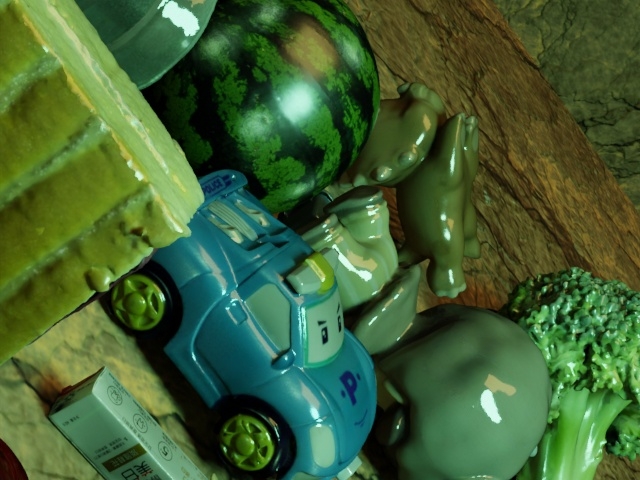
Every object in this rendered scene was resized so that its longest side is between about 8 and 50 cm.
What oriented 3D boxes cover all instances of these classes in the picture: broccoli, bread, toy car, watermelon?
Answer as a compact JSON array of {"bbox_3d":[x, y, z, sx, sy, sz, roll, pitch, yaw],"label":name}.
[{"bbox_3d":[0.340,0.172,1.847,0.277,0.317,0.338,9,21,-8],"label":"broccoli"},{"bbox_3d":[-0.242,-0.043,1.016,0.239,0.246,0.111,55,13,-10],"label":"bread"},{"bbox_3d":[-0.047,0.076,1.315,0.314,0.166,0.198,52,27,3],"label":"toy car"},{"bbox_3d":[-0.067,-0.157,1.464,0.269,0.269,0.269,44,28,-30],"label":"watermelon"}]

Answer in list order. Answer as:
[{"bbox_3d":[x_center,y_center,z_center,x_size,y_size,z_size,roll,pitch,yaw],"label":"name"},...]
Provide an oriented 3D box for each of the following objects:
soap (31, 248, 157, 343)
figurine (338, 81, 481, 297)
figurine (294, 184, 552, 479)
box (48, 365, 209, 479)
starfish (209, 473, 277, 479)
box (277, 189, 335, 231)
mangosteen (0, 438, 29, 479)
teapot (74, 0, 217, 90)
[{"bbox_3d":[-0.242,-0.061,1.120,0.250,0.162,0.099,55,24,-11],"label":"soap"},{"bbox_3d":[0.110,-0.074,1.838,0.177,0.173,0.247,-54,142,-60],"label":"figurine"},{"bbox_3d":[0.112,0.120,1.545,0.380,0.203,0.248,54,28,-8],"label":"figurine"},{"bbox_3d":[-0.129,0.199,1.166,0.218,0.055,0.039,50,27,-17],"label":"box"},{"bbox_3d":[0.012,0.308,1.306,0.302,0.060,0.299,55,26,-6],"label":"starfish"},{"bbox_3d":[0.000,0.000,1.623,0.099,0.074,0.054,50,22,-17],"label":"box"},{"bbox_3d":[-0.260,0.177,0.828,0.166,0.166,0.180,37,60,-40],"label":"mangosteen"},{"bbox_3d":[-0.268,-0.271,1.260,0.344,0.253,0.300,37,65,-49],"label":"teapot"}]
